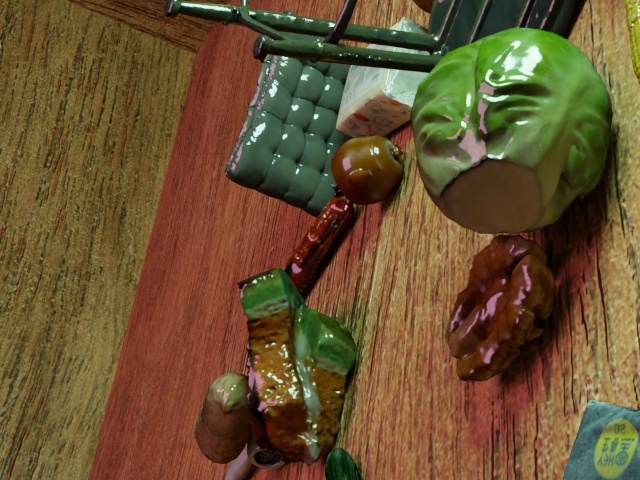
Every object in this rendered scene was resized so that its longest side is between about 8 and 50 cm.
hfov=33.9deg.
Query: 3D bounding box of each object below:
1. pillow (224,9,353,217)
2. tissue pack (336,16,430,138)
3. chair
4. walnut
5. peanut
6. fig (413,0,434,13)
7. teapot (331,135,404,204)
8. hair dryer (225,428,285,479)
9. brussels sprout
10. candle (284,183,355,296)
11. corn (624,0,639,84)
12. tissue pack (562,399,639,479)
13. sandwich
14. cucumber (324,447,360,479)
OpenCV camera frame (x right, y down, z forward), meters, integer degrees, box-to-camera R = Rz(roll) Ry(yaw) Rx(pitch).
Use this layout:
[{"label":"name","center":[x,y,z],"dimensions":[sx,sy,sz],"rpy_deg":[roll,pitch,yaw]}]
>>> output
[{"label":"pillow","center":[-0.028,-0.224,1.881],"dimensions":[0.101,0.228,0.326],"rpy_deg":[7,76,66]},{"label":"tissue pack","center":[0.111,-0.260,1.741],"dimensions":[0.196,0.092,0.148],"rpy_deg":[-28,44,66]},{"label":"chair","center":[0.092,-0.376,1.342],"dimensions":[0.362,0.410,0.364],"rpy_deg":[38,111,58]},{"label":"walnut","center":[0.201,0.075,1.158],"dimensions":[0.170,0.069,0.143],"rpy_deg":[-60,21,30]},{"label":"peanut","center":[-0.149,0.276,1.647],"dimensions":[0.214,0.100,0.099],"rpy_deg":[103,175,-55]},{"label":"fig","center":[0.181,-0.442,1.633],"dimensions":[0.148,0.202,0.149],"rpy_deg":[-40,-4,32]},{"label":"teapot","center":[0.086,-0.120,1.664],"dimensions":[0.116,0.116,0.173],"rpy_deg":[-60,-6,28]},{"label":"hair dryer","center":[-0.119,0.358,1.778],"dimensions":[0.131,0.073,0.236],"rpy_deg":[-90,25,-45]},{"label":"brussels sprout","center":[0.207,-0.116,1.149],"dimensions":[0.244,0.244,0.244],"rpy_deg":[-55,23,37]},{"label":"candle","center":[0.000,0.000,1.837],"dimensions":[0.301,0.059,0.084],"rpy_deg":[-57,34,38]},{"label":"corn","center":[0.348,-0.236,1.059],"dimensions":[0.080,0.080,0.238],"rpy_deg":[-48,28,48]},{"label":"tissue pack","center":[0.247,0.262,0.804],"dimensions":[0.185,0.081,0.257],"rpy_deg":[-6,64,70]},{"label":"sandwich","center":[-0.025,0.186,1.570],"dimensions":[0.250,0.162,0.301],"rpy_deg":[63,-162,-66]},{"label":"cucumber","center":[0.029,0.321,1.422],"dimensions":[0.048,0.048,0.105],"rpy_deg":[-62,17,21]}]
